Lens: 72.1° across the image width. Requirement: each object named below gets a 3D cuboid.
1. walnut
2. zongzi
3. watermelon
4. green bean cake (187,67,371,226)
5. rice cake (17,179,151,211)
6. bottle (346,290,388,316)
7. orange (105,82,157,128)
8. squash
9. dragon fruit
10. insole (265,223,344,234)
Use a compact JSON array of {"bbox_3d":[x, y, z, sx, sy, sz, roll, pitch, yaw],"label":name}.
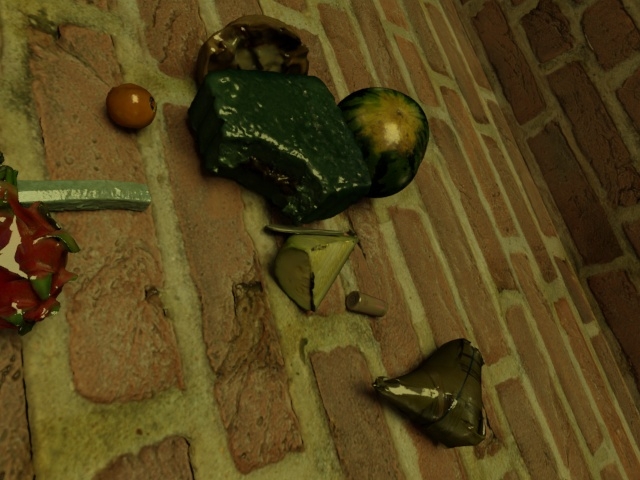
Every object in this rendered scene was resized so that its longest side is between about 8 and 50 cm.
[{"bbox_3d":[-0.146,-0.403,0.957,0.238,0.204,0.141,1,53,-42],"label":"walnut"},{"bbox_3d":[0.239,0.284,0.976,0.289,0.123,0.260,38,42,-14],"label":"zongzi"},{"bbox_3d":[0.133,-0.236,1.067,0.269,0.269,0.268,21,55,-33],"label":"watermelon"},{"bbox_3d":[-0.085,-0.182,0.898,0.308,0.169,0.299,-10,73,-40],"label":"green bean cake"},{"bbox_3d":[-0.383,-0.066,0.664,0.246,0.042,0.045,-7,70,-43],"label":"rice cake"},{"bbox_3d":[0.106,0.144,0.982,0.097,0.045,0.045,21,55,-34],"label":"bottle"},{"bbox_3d":[-0.333,-0.236,0.775,0.084,0.084,0.083,21,55,-33],"label":"orange"},{"bbox_3d":[0.000,0.000,0.921,0.252,0.094,0.169,-54,151,-43],"label":"squash"},{"bbox_3d":[-0.385,-0.001,0.541,0.135,0.137,0.235,8,80,-55],"label":"dragon fruit"},{"bbox_3d":[-0.030,-0.023,0.943,0.192,0.063,0.010,2,100,-38],"label":"insole"}]
